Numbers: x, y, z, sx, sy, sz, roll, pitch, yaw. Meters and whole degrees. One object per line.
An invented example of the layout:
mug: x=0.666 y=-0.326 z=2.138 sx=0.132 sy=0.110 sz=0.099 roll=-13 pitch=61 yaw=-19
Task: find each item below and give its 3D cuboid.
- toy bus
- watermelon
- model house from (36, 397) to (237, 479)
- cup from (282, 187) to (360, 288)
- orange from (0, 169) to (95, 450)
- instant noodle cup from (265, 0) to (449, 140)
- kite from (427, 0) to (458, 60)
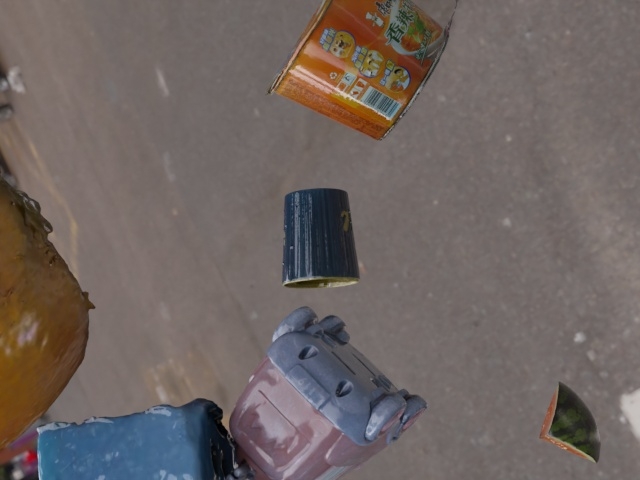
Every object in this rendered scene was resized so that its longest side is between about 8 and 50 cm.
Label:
toy bus: x=-0.009 y=0.243 z=1.462 sx=0.197 sy=0.232 sz=0.294 roll=43 pitch=-176 yaw=17
watermelon: x=0.388 y=0.291 z=1.694 sx=0.094 sy=0.125 sz=0.135 roll=-41 pitch=34 yaw=36
model house: x=-0.222 y=0.374 z=1.353 sx=0.215 sy=0.237 sz=0.303 roll=69 pitch=-168 yaw=-55
cup: x=0.000 y=0.000 z=1.796 sx=0.176 sy=0.131 sz=0.155 roll=44 pitch=-138 yaw=-80
orange: x=-0.285 y=0.001 z=0.588 sx=0.274 sy=0.274 sz=0.310 roll=-173 pitch=71 yaw=-68
instant noodle cup: x=0.070 y=-0.317 z=1.818 sx=0.214 sy=0.296 sz=0.296 roll=32 pitch=163 yaw=-9
kite: x=0.161 y=-0.301 z=1.118 sx=0.127 sy=0.016 sz=0.229 roll=-71 pitch=2 yaw=-66
